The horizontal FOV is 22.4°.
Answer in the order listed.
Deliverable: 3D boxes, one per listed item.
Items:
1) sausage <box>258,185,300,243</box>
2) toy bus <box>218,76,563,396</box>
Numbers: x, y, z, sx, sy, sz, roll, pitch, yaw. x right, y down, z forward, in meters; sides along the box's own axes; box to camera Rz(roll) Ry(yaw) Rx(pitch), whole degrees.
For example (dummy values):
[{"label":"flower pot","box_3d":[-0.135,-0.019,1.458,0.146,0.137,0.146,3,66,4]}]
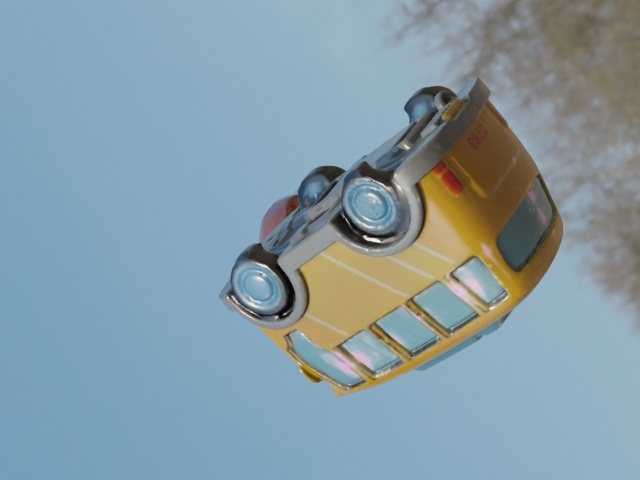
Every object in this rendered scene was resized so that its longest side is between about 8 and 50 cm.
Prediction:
[{"label":"sausage","box_3d":[0.000,0.001,1.467,0.348,0.094,0.097,-46,-34,-84]},{"label":"toy bus","box_3d":[0.048,0.009,0.995,0.136,0.209,0.126,49,-141,-9]}]
